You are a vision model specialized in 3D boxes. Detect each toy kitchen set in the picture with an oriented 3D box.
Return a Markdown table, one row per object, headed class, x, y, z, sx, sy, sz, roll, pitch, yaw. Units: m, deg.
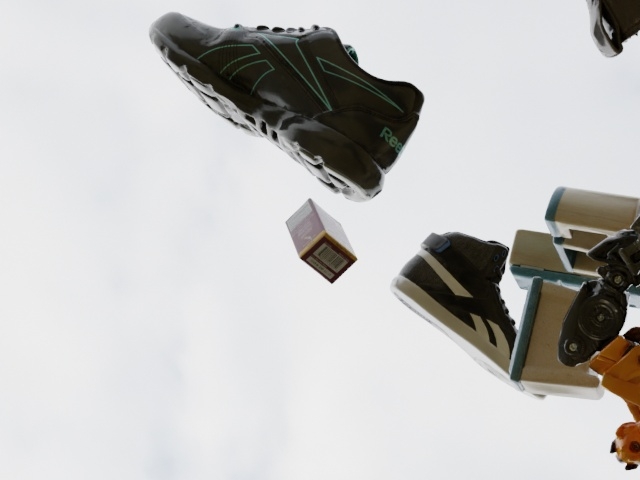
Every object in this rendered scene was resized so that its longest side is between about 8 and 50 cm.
| class | x | y | z | sx | sy | sz | roll | pitch | yaw |
| --- | --- | --- | --- | --- | --- | --- | --- | --- | --- |
| toy kitchen set | 0.193 | 0.057 | 0.922 | 0.122 | 0.207 | 0.166 | 10 | -105 | 23 |

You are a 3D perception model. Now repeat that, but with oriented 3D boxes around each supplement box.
| class | x | y | z | sx | sy | sz | roll | pitch | yaw |
| --- | --- | --- | --- | --- | --- | --- | --- | --- | --- |
| supplement box | 0.000 | 0.000 | 1.228 | 0.043 | 0.083 | 0.055 | -44 | -61 | 13 |

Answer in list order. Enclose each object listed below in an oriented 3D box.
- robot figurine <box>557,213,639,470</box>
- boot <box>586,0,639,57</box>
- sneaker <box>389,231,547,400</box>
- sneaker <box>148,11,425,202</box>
| class | x | y | z | sx | sy | sz | roll | pitch | yaw |
| --- | --- | --- | --- | --- | --- | --- | --- | --- | --- |
| robot figurine | 0.285 | 0.035 | 0.654 | 0.291 | 0.085 | 0.211 | -45 | -105 | 18 |
| boot | 0.213 | -0.274 | 0.734 | 0.263 | 0.091 | 0.229 | -44 | -90 | -3 |
| sneaker | 0.195 | 0.072 | 1.249 | 0.217 | 0.079 | 0.121 | 38 | -98 | -5 |
| sneaker | -0.031 | -0.134 | 0.951 | 0.267 | 0.101 | 0.106 | 34 | -96 | 24 |
